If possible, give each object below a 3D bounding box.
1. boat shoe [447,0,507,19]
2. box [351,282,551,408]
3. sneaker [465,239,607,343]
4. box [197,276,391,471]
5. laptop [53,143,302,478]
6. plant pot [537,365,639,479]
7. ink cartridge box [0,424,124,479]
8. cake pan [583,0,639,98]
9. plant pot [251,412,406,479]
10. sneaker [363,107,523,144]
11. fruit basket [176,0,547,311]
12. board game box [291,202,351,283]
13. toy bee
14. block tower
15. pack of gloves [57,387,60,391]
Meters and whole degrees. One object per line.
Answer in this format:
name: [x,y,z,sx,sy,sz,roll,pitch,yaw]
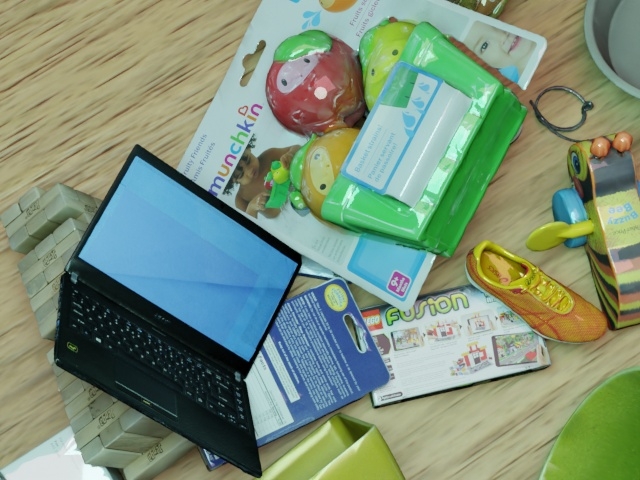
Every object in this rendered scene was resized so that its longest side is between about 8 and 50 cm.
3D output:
boat shoe: [0.267,-0.383,1.441,0.307,0.111,0.104,-45,84,-2]
box: [0.148,0.114,1.336,0.207,0.036,0.114,-12,76,-5]
sneaker: [0.239,0.062,1.299,0.175,0.067,0.064,28,74,4]
box: [-0.048,0.143,1.283,0.225,0.036,0.136,-23,80,-15]
laptop: [-0.126,0.064,1.159,0.234,0.264,0.136,34,106,-22]
plant pot: [0.406,0.311,1.195,0.294,0.275,0.274,25,76,-10]
ink cartridge box: [-0.307,0.279,1.227,0.191,0.139,0.082,-31,77,-9]
cake pan: [0.462,-0.264,1.379,0.293,0.054,0.293,-11,58,18]
plant pot: [0.010,0.321,1.201,0.212,0.212,0.187,-38,91,-10]
sneaker: [0.140,-0.168,1.386,0.211,0.081,0.080,9,77,2]
fruit basket: [0.027,-0.142,1.296,0.353,0.165,0.327,30,93,22]
board game box: [0.000,0.000,1.370,0.090,0.020,0.090,10,76,1]
toy bee: [0.312,-0.050,1.321,0.195,0.162,0.298,-35,79,-8]
block tower: [-0.238,0.088,1.242,0.091,0.097,0.335,-38,60,18]
pack of gloves: [-0.178,0.080,1.343,0.195,0.046,0.232,6,68,5]
